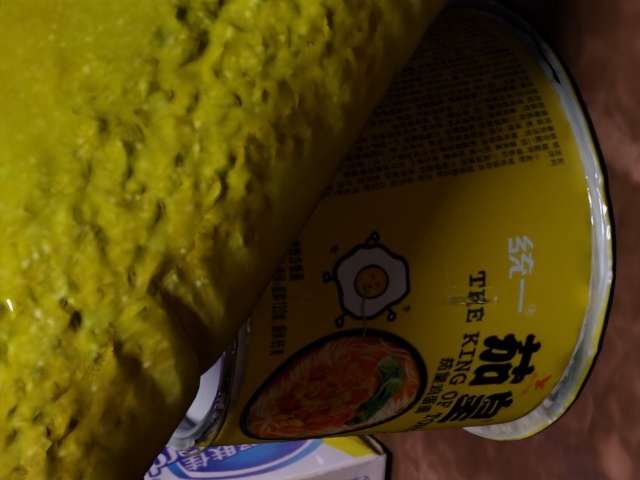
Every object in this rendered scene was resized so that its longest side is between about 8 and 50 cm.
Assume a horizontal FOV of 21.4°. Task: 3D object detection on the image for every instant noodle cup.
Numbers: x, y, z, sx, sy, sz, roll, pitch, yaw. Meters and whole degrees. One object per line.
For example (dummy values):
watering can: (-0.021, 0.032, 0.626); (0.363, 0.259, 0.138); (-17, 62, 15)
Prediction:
instant noodle cup: (0.000, 0.000, 0.653); (0.182, 0.144, 0.182); (27, 121, 58)

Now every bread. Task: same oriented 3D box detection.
bread: (-0.058, -0.075, 0.532); (0.166, 0.383, 0.112); (24, 157, 23)

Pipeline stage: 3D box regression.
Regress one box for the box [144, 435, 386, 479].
box: (-0.105, 0.172, 0.770); (0.097, 0.265, 0.168); (33, 126, 52)
